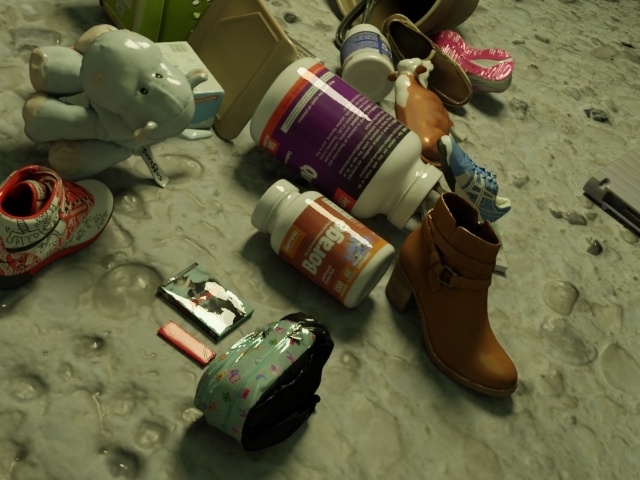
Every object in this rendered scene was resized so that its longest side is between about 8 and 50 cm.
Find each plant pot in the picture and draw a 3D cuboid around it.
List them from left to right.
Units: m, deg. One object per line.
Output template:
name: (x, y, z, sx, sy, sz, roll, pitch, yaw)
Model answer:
plant pot: (-0.294, -0.493, 1.768, 0.207, 0.227, 0.228, -16, 55, -33)
plant pot: (0.235, -0.619, 2.172, 0.323, 0.323, 0.280, 48, 26, 25)

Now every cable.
cable: (0.123, -0.556, 2.014, 0.139, 0.287, 0.072, 57, 16, 21)

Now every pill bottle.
pill bottle: (0.000, 0.000, 1.449, 0.216, 0.121, 0.121, 36, 39, 13)
pill bottle: (0.048, -0.162, 1.599, 0.323, 0.181, 0.181, 37, 39, 5)
pill bottle: (0.097, -0.382, 1.939, 0.112, 0.112, 0.187, 15, 36, -13)

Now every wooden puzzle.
wooden puzzle: (-0.153, -0.336, 1.673, 0.044, 0.221, 0.239, 9, 40, -48)

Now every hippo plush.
hippo plush: (-0.297, -0.185, 1.357, 0.294, 0.236, 0.234, 47, 73, -22)

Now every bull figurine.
bull figurine: (0.210, -0.223, 1.784, 0.188, 0.101, 0.310, 41, 35, -29)

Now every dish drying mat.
dish drying mat: (-0.186, 0.142, 1.275, 0.083, 0.008, 0.032, 35, 40, 11)

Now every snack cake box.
snack cake box: (-0.321, -0.264, 1.594, 0.264, 0.089, 0.152, -12, 54, -38)

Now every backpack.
backpack: (-0.074, 0.188, 1.196, 0.115, 0.152, 0.182, 26, 39, 26)

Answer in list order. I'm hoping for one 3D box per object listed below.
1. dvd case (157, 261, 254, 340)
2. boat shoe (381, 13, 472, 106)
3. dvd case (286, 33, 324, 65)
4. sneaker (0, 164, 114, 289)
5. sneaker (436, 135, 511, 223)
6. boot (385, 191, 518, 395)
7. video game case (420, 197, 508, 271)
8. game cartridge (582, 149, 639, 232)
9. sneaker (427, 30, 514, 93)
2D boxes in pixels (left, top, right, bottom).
dvd case: (-0.168, 0.088, 1.342, 0.119, 0.013, 0.087, 37, 40, 15)
boat shoe: (0.229, -0.386, 1.992, 0.257, 0.095, 0.095, 41, 10, -4)
dvd case: (-0.120, -0.414, 1.932, 0.221, 0.018, 0.164, 40, 40, 17)
sneaker: (-0.367, -0.051, 1.283, 0.090, 0.145, 0.270, 33, 39, 8)
sneaker: (0.272, -0.113, 1.641, 0.211, 0.081, 0.080, 52, 24, -35)
boot: (0.235, 0.080, 1.407, 0.109, 0.220, 0.283, -12, 52, -38)
video game case: (0.263, -0.012, 1.690, 0.157, 0.019, 0.143, 14, 40, -13)
game cartridge: (0.761, -0.048, 1.978, 0.355, 0.068, 0.230, 42, 37, 20)
sneaker: (0.334, -0.398, 2.113, 0.252, 0.111, 0.103, 30, 78, 30)
